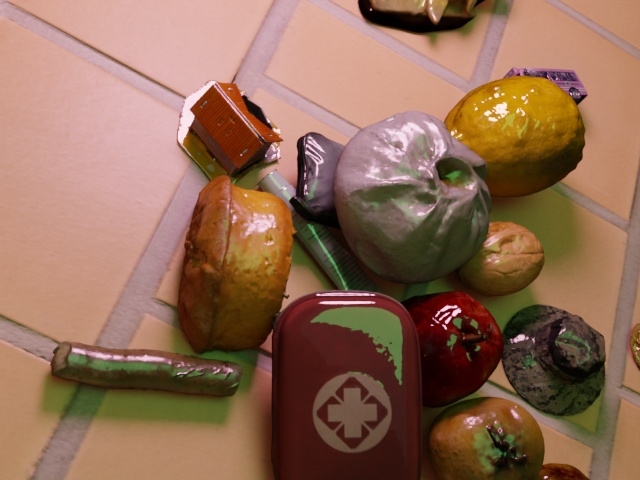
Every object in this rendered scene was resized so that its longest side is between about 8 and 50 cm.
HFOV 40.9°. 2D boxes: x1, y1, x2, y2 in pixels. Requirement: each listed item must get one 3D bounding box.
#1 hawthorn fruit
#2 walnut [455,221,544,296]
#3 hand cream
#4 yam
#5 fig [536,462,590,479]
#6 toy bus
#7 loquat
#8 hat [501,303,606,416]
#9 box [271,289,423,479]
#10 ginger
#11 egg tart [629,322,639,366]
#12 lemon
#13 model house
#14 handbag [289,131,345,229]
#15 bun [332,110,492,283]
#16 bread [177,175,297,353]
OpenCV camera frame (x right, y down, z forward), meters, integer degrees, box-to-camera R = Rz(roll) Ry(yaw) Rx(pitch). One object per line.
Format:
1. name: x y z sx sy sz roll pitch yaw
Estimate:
1. hawthorn fruit: 0.243 0.197 1.590 0.230 0.266 0.210 -20 91 -27
2. walnut: 0.367 0.039 1.782 0.207 0.159 0.159 -15 74 -30
3. hand cream: 0.000 0.000 1.684 0.331 0.058 0.085 49 47 3
4. yam: -0.290 0.220 1.448 0.318 0.067 0.071 11 51 -21
5. fig: 0.447 0.489 1.627 0.153 0.136 0.120 -15 114 -2
6. toy bus: 0.538 -0.361 2.074 0.199 0.096 0.108 -4 65 -28
7. loquat: 0.305 0.387 1.561 0.213 0.213 0.213 10 64 -20
8. hat: 0.515 0.229 1.778 0.266 0.128 0.265 9 62 -17
9. box: 0.046 0.286 1.470 0.263 0.108 0.403 -1 85 -6
10. ginger: 0.264 -0.692 2.037 0.414 0.211 0.358 -20 75 -30
11. egg tart: 0.754 0.238 1.925 0.131 0.052 0.130 8 64 -18
12. lemon: 0.409 -0.224 1.859 0.316 0.285 0.285 3 63 5
13. model house: -0.169 -0.245 1.674 0.207 0.136 0.219 -35 85 -31
14. handbag: 0.080 -0.099 1.730 0.332 0.075 0.191 16 62 -33
15. bun: 0.188 -0.080 1.630 0.355 0.194 0.354 11 72 -36
16. bread: -0.143 0.029 1.535 0.195 0.179 0.339 15 62 -19
